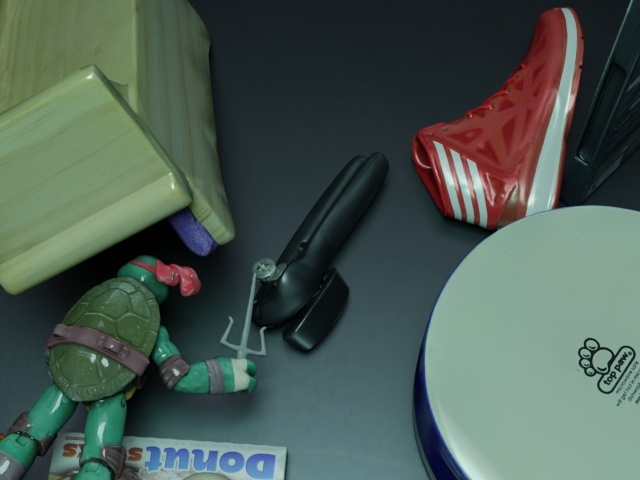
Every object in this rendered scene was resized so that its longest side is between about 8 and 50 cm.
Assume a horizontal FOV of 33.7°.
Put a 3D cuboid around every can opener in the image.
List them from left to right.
[{"bbox_3d":[0.000,0.000,0.873,0.059,0.073,0.186,-2,52,45],"label":"can opener"}]

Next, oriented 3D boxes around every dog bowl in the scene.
[{"bbox_3d":[0.202,0.111,0.778,0.264,0.104,0.265,0,64,1],"label":"dog bowl"}]

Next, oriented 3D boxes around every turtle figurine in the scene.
[{"bbox_3d":[-0.151,0.095,0.766,0.175,0.118,0.234,7,57,32],"label":"turtle figurine"}]

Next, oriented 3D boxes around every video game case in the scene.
[{"bbox_3d":[0.275,-0.153,0.810,0.196,0.274,0.026,-42,69,-17],"label":"video game case"}]

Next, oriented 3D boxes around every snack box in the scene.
[{"bbox_3d":[-0.116,0.183,0.796,0.178,0.022,0.064,3,64,3],"label":"snack box"}]

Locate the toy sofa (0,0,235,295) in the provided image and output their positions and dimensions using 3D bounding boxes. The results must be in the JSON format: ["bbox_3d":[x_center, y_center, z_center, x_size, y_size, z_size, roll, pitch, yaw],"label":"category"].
[{"bbox_3d":[-0.185,-0.120,0.828,0.150,0.177,0.363,-26,40,11],"label":"toy sofa"}]

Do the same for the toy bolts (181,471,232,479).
[{"bbox_3d":[-0.026,0.242,0.668,0.228,0.218,0.159,14,78,0],"label":"toy bolts"}]

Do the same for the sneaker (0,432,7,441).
[{"bbox_3d":[-0.315,0.166,0.799,0.175,0.064,0.068,0,86,6],"label":"sneaker"}]

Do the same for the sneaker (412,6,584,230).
[{"bbox_3d":[0.149,-0.113,0.901,0.128,0.087,0.221,11,63,5],"label":"sneaker"}]
